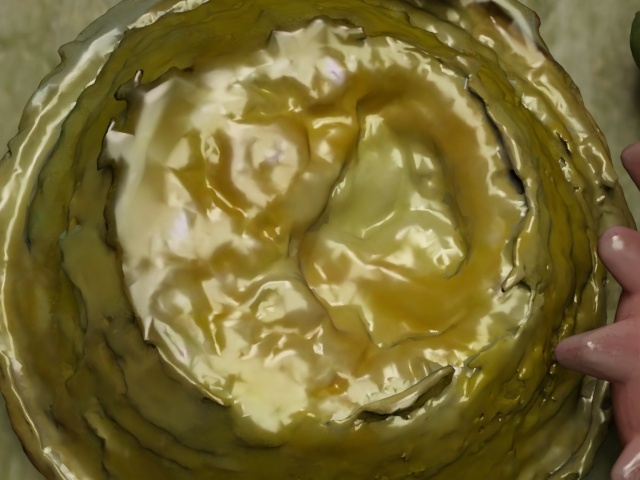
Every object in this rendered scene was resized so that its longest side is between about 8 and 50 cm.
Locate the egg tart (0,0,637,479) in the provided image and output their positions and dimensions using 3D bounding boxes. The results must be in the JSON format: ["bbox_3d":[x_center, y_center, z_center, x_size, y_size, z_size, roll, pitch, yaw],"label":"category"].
[{"bbox_3d":[0.000,0.000,0.710,0.315,0.120,0.315,1,75,-6],"label":"egg tart"}]

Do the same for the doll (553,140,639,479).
[{"bbox_3d":[0.200,0.042,0.710,0.211,0.093,0.262,39,63,-21],"label":"doll"}]

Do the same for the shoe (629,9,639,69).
[{"bbox_3d":[0.229,-0.173,0.772,0.262,0.140,0.128,-45,112,-20],"label":"shoe"}]
